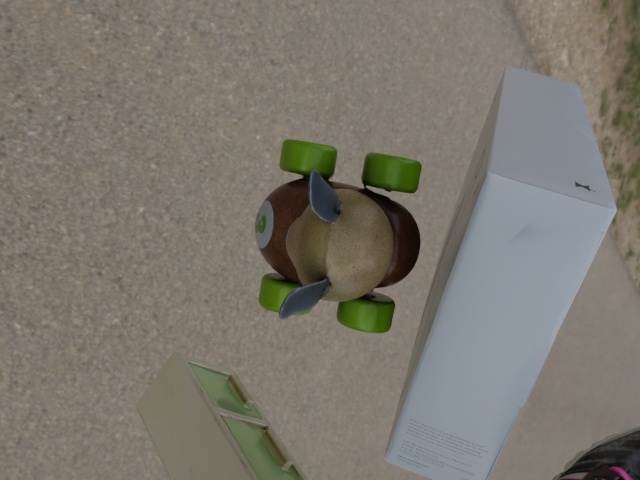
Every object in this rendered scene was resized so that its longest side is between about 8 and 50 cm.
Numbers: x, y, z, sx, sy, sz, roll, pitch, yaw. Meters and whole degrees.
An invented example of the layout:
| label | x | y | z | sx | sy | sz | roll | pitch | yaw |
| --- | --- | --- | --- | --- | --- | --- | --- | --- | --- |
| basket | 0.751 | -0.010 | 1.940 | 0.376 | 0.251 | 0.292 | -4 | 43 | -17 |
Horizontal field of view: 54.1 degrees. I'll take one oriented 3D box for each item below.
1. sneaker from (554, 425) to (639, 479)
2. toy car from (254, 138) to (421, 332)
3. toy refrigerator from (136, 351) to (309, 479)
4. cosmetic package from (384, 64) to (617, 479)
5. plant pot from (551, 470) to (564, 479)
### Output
| label | x | y | z | sx | sy | sz | roll | pitch | yaw |
| --- | --- | --- | --- | --- | --- | --- | --- | --- | --- |
| sneaker | 0.106 | 0.127 | 0.254 | 0.170 | 0.063 | 0.075 | -27 | 155 | -8 |
| toy car | 0.000 | 0.000 | 0.498 | 0.188 | 0.148 | 0.155 | -18 | 118 | -76 |
| toy refrigerator | -0.093 | 0.239 | 0.675 | 0.102 | 0.269 | 0.094 | 32 | 96 | -42 |
| cosmetic package | 0.175 | 0.007 | 0.629 | 0.377 | 0.097 | 0.284 | -56 | 164 | -59 |
| plant pot | 0.252 | 0.284 | 0.450 | 0.215 | 0.215 | 0.230 | 55 | 24 | -50 |
